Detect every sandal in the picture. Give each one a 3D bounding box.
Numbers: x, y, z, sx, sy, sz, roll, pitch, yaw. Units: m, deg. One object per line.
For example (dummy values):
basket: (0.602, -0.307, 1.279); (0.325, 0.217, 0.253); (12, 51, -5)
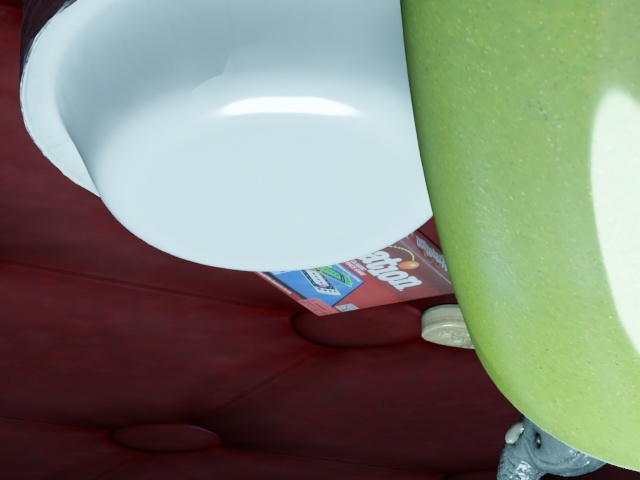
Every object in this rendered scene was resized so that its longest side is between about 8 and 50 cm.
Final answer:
sandal: (0.211, 0.120, 1.466); (0.240, 0.079, 0.088); (8, 157, -19)

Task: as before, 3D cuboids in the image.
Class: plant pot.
plant pot: (0.143, -0.087, 0.631); (0.274, 0.275, 0.293); (-9, 142, 22)

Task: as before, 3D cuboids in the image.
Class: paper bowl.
paper bowl: (-0.025, -0.086, 0.837); (0.284, 0.148, 0.284); (-3, 150, -2)

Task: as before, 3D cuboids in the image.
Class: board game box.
board game box: (0.000, 0.000, 1.244); (0.145, 0.027, 0.281); (-12, 155, 24)

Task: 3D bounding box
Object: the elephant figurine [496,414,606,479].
elephant figurine: (0.227, 0.120, 1.254); (0.169, 0.239, 0.186); (-1, 158, 2)
